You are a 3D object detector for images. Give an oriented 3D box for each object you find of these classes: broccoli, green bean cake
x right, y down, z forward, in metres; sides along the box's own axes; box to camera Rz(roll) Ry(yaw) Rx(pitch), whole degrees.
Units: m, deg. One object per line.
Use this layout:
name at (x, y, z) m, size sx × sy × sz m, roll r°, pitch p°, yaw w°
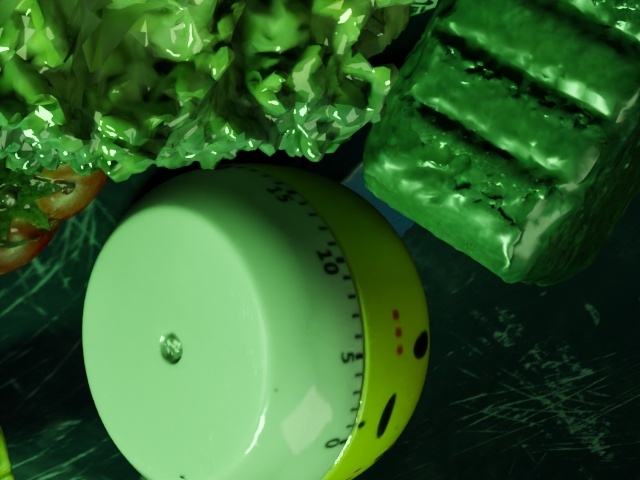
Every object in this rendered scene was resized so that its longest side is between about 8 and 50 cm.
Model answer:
broccoli at (-0.103, -0.155, 0.729) m, size 0.338 × 0.277 × 0.317 m, roll -33°, pitch 135°, yaw -18°
green bean cake at (0.181, -0.124, 1.125) m, size 0.300 × 0.169 × 0.308 m, roll -58°, pitch 164°, yaw 6°

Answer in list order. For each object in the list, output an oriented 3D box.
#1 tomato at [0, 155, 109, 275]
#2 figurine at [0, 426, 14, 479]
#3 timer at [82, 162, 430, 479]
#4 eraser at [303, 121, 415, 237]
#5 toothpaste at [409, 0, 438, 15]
tomato at (-0.218, -0.050, 0.970) m, size 0.225 × 0.085 × 0.225 m, roll -24°, pitch 149°, yaw -16°
figurine at (-0.397, 0.234, 1.175) m, size 0.315 × 0.168 × 0.187 m, roll -12°, pitch 105°, yaw -20°
timer at (-0.017, 0.068, 1.187) m, size 0.285 × 0.285 × 0.285 m, roll -25°, pitch 152°, yaw -14°
eraser at (0.000, 0.000, 1.328) m, size 0.144 × 0.042 × 0.312 m, roll 6°, pitch 134°, yaw -50°
toothpaste at (0.001, -0.153, 1.075) m, size 0.248 × 0.047 × 0.078 m, roll -25°, pitch 157°, yaw -11°
